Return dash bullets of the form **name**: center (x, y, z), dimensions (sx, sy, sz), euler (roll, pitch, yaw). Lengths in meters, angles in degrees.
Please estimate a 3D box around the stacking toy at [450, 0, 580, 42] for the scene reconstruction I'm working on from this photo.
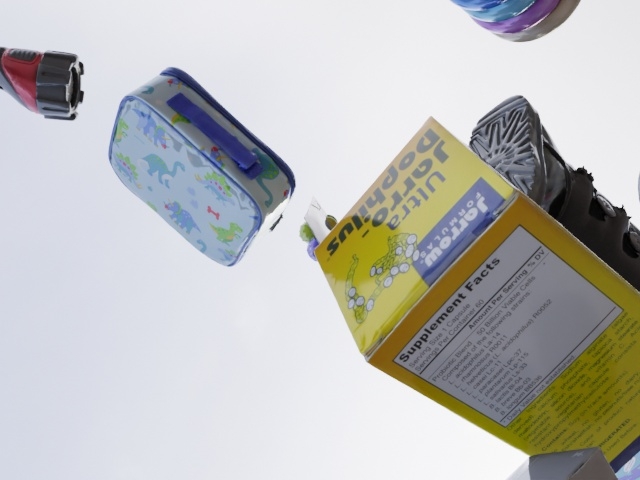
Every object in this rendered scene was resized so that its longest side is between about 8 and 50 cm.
- **stacking toy**: center (0.142, -0.296, 0.720), dimensions (0.330, 0.141, 0.141), euler (-3, -96, -48)

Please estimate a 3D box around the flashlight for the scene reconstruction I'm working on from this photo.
- **flashlight**: center (-0.510, -0.244, 1.055), dimensions (0.303, 0.103, 0.103), euler (6, -93, -4)

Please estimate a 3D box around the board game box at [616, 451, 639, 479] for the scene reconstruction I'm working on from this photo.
- **board game box**: center (0.433, 0.312, 0.986), dimensions (0.047, 0.210, 0.160), euler (48, -123, 1)

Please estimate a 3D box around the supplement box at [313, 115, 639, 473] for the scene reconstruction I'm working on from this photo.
- **supplement box**: center (0.201, 0.072, 0.743), dimensions (0.356, 0.195, 0.194), euler (34, -75, -28)

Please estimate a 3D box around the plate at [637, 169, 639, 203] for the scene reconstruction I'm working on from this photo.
- **plate**: center (0.261, -0.130, 0.274), dimensions (0.277, 0.278, 0.045), euler (-43, -94, 1)

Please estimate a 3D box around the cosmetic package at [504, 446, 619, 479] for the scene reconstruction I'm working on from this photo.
- **cosmetic package**: center (0.239, 0.317, 0.627), dimensions (0.127, 0.107, 0.238), euler (-25, -100, -33)

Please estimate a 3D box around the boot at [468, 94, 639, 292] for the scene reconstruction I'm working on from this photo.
- **boot**: center (0.392, 0.040, 1.071), dimensions (0.445, 0.146, 0.367), euler (44, -134, -20)

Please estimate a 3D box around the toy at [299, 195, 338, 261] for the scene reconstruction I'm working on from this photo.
- **toy**: center (0.000, 0.000, 1.362), dimensions (0.137, 0.056, 0.237), euler (56, -166, -9)

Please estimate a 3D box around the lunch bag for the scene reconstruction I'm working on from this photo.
- **lunch bag**: center (-0.140, -0.083, 0.845), dimensions (0.219, 0.176, 0.090), euler (41, -125, 2)
